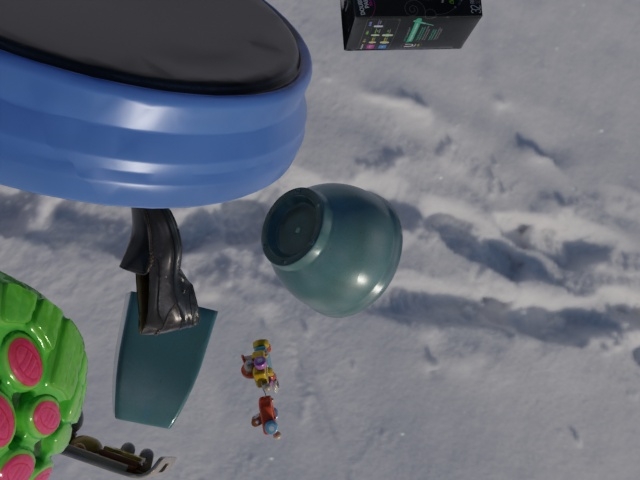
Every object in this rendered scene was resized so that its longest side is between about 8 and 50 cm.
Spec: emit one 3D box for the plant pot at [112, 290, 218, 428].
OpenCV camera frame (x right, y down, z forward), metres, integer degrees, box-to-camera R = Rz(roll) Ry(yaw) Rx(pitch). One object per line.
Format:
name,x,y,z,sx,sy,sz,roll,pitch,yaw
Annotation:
plant pot,-0.316,0.231,1.538,0.165,0.166,0.234,15,81,-15

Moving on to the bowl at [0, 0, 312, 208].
bowl,-0.185,-0.166,0.589,0.391,0.077,0.391,20,29,-11

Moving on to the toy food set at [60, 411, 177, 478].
toy food set,-0.457,0.414,1.669,0.306,0.220,0.092,18,75,2

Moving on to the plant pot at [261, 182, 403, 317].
plant pot,0.000,0.000,1.702,0.196,0.293,0.293,26,61,-46

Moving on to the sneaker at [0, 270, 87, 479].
sneaker,-0.389,0.085,0.757,0.185,0.202,0.483,-63,146,-32

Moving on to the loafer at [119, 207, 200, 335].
loafer,-0.172,0.017,0.807,0.061,0.062,0.170,-20,104,-24

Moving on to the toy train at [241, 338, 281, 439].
toy train,-0.092,0.221,1.210,0.046,0.166,0.125,-10,105,0

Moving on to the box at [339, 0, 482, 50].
box,0.057,-0.163,0.525,0.083,0.052,0.062,-2,79,-6
